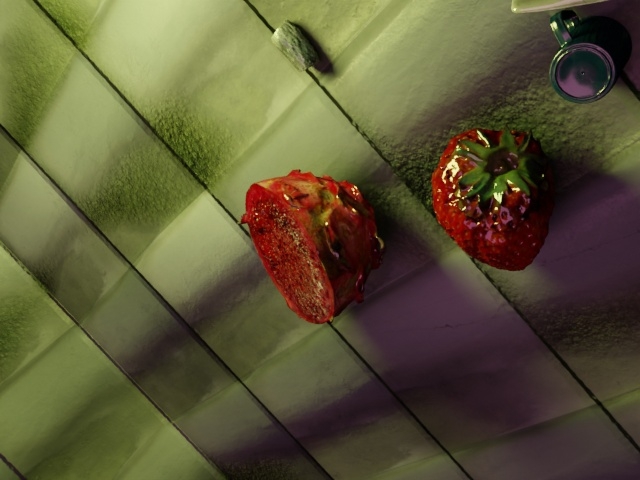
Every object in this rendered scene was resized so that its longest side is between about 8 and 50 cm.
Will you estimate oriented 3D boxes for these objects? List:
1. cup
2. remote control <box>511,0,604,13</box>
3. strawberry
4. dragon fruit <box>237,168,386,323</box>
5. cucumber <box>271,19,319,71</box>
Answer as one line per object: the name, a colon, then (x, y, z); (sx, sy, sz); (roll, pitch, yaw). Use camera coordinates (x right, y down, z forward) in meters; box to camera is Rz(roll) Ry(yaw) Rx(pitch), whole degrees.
cup: (0.443, -0.315, 1.191); (0.150, 0.138, 0.113); (32, 132, 10)
remote control: (0.432, -0.423, 1.158); (0.229, 0.073, 0.044); (0, 140, 29)
strawberry: (0.333, -0.070, 1.377); (0.239, 0.250, 0.288); (19, 155, 13)
dragon fruit: (0.000, 0.000, 1.610); (0.371, 0.249, 0.386); (47, 153, 34)
cucumber: (-0.052, -0.413, 1.495); (0.112, 0.064, 0.064); (47, 133, -7)
